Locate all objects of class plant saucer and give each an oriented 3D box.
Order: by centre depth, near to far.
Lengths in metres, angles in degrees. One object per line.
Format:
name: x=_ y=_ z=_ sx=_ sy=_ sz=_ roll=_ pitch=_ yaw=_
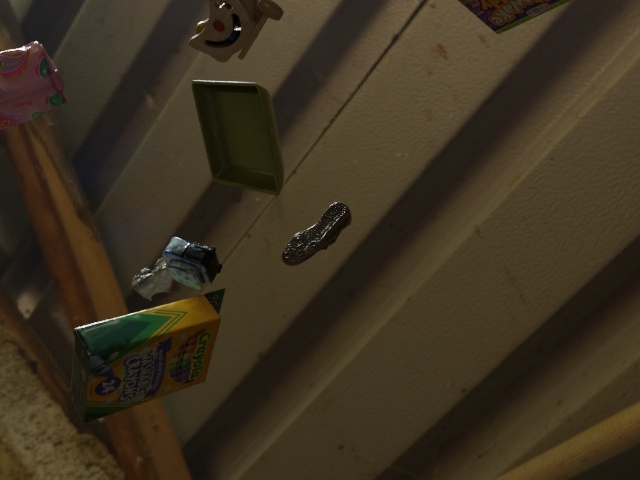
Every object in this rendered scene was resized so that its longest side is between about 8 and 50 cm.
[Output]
plant saucer: x=-0.131 y=-0.183 z=1.161 sx=0.188 sy=0.045 sz=0.188 roll=15 pitch=-56 yaw=44

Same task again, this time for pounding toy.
pounding toy: x=-0.224 y=-0.516 z=1.605 sx=0.154 sy=0.154 sz=0.270 roll=39 pitch=-39 yaw=-26

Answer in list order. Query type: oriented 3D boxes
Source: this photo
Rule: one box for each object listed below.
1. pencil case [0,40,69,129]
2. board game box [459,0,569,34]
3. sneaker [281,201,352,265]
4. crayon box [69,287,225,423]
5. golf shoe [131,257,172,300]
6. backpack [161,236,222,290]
pencil case: x=-0.565 y=-0.224 z=1.115 sx=0.124 sy=0.284 sz=0.124 roll=54 pitch=-19 yaw=29
board game box: x=0.360 y=-0.502 z=1.148 sx=0.347 sy=0.233 sz=0.078 roll=-11 pitch=-125 yaw=58
sneaker: x=0.000 y=0.000 z=1.493 sx=0.188 sy=0.071 sz=0.066 roll=-41 pitch=-127 yaw=-9
crayon box: x=-0.330 y=0.228 z=1.382 sx=0.083 sy=0.323 sz=0.203 roll=47 pitch=-45 yaw=33
golf shoe: x=-0.413 y=0.094 z=1.818 sx=0.176 sy=0.069 sz=0.086 roll=-30 pitch=-63 yaw=12
backpack: x=-0.286 y=0.048 z=1.480 sx=0.114 sy=0.084 sz=0.105 roll=23 pitch=-26 yaw=15
